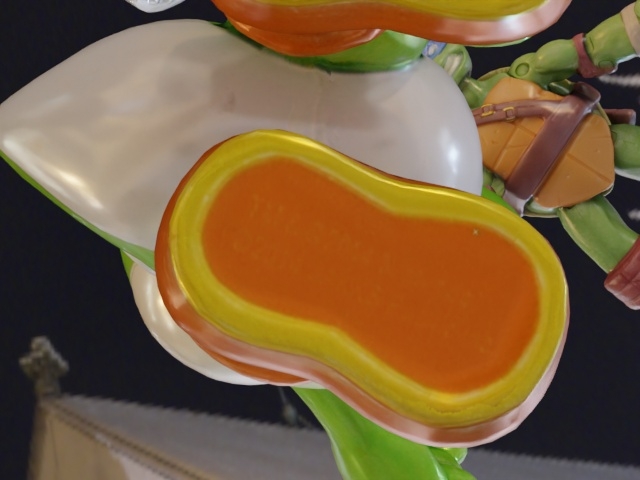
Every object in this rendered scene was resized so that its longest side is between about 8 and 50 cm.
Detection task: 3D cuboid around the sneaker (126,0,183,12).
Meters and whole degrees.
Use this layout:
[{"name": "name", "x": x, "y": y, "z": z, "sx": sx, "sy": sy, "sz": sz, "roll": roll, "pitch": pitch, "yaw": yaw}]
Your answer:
[{"name": "sneaker", "x": -0.071, "y": -0.263, "z": 0.712, "sx": 0.282, "sy": 0.161, "sz": 0.102, "roll": -64, "pitch": -18, "yaw": 9}]

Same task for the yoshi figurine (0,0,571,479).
[{"name": "yoshi figurine", "x": 0.028, "y": -0.004, "z": 0.519, "sx": 0.203, "sy": 0.362, "sz": 0.203, "roll": -35, "pitch": -94, "yaw": -10}]

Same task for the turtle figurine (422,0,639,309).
[{"name": "turtle figurine", "x": 0.171, "y": -0.050, "z": 0.869, "sx": 0.266, "sy": 0.198, "sz": 0.275, "roll": 34, "pitch": -36, "yaw": -2}]
